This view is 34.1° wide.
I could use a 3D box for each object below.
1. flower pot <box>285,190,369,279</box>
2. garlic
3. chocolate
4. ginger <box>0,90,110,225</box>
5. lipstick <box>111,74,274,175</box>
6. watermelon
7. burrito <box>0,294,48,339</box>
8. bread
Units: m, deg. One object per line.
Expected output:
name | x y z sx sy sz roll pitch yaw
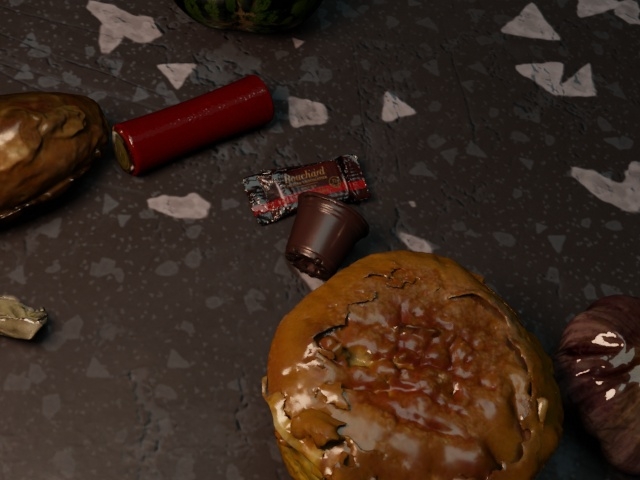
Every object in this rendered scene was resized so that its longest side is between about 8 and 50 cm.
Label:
flower pot | 0.000 0.000 1.428 0.111 0.111 0.089 25 70 4
garlic | 0.422 0.178 1.362 0.244 0.160 0.245 5 65 -11
chocolate | -0.018 -0.075 1.511 0.182 0.028 0.086 -15 68 -21
ginger | -0.407 -0.107 1.359 0.321 0.172 0.165 -22 104 -29
lipstick | -0.182 -0.168 1.503 0.241 0.080 0.080 -24 65 -27
watermelon | -0.111 -0.441 1.608 0.269 0.269 0.269 6 55 -9
burrito | -0.449 0.076 1.288 0.229 0.058 0.063 13 59 -2
bread | 0.105 0.197 1.251 0.358 0.204 0.337 -33 67 -34
